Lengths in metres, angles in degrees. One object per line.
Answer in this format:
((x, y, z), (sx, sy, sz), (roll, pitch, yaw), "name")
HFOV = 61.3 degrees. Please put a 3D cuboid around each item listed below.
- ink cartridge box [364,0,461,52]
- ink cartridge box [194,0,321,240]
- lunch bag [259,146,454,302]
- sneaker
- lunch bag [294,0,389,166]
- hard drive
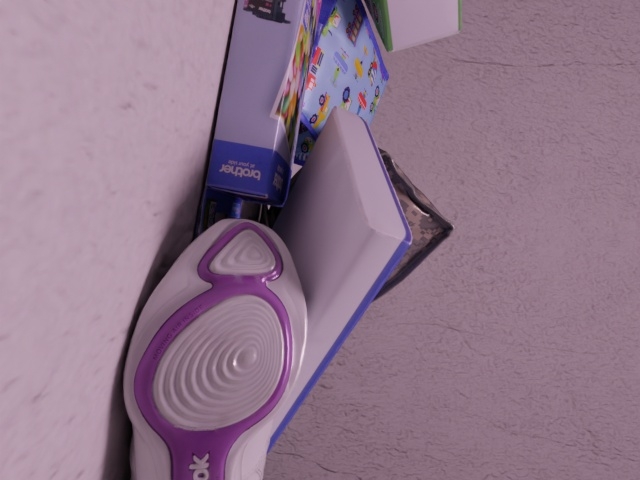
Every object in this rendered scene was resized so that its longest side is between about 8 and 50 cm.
((0.104, -0.444, 0.780), (0.201, 0.117, 0.278), (70, 5, -52), "ink cartridge box")
((-0.049, -0.142, 0.523), (0.186, 0.065, 0.311), (-40, 143, -89), "ink cartridge box")
((0.000, 0.000, 0.752), (0.287, 0.169, 0.235), (-44, -162, 9), "lunch bag")
((-0.093, 0.134, 0.392), (0.152, 0.114, 0.305), (179, -78, -69), "sneaker")
((0.010, -0.252, 0.857), (0.293, 0.138, 0.221), (59, 52, -76), "lunch bag")
((-0.032, 0.058, 0.505), (0.319, 0.040, 0.210), (-60, -159, 29), "hard drive")
